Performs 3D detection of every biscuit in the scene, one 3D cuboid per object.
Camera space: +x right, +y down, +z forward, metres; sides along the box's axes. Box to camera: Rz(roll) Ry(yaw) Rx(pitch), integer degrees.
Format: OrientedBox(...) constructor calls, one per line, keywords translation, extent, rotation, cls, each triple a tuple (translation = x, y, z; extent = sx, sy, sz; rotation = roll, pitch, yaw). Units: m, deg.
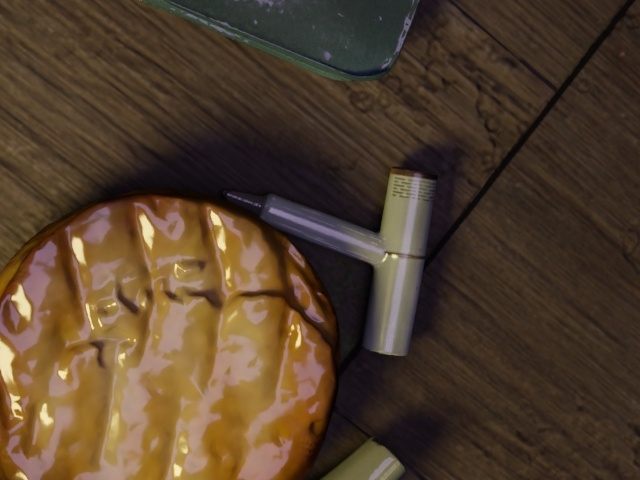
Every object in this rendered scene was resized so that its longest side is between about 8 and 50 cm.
OrientedBox(translation=(-0.130, 0.102, 1.420), extent=(0.296, 0.102, 0.296), rotation=(-3, 98, -18), cls="biscuit")

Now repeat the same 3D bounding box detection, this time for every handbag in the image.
OrientedBox(translation=(-0.025, -0.238, 1.431), extent=(0.229, 0.062, 0.179), rotation=(22, 90, -16), cls="handbag")

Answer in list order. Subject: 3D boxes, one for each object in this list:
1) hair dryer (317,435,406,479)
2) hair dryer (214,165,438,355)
OrientedBox(translation=(0.019, 0.273, 1.492), extent=(0.225, 0.088, 0.219), rotation=(29, 91, -26), cls="hair dryer")
OrientedBox(translation=(-0.003, 0.008, 1.480), extent=(0.183, 0.044, 0.155), rotation=(8, 93, -11), cls="hair dryer")
